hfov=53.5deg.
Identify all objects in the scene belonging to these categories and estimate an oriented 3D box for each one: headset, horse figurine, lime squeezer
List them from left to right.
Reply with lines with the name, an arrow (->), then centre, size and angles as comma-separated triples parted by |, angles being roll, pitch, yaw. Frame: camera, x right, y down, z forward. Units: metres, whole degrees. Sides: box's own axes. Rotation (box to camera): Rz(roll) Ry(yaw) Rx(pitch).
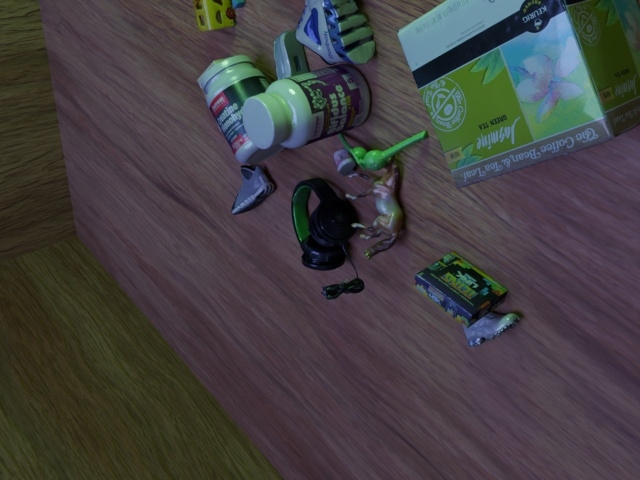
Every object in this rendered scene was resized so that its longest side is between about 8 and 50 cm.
headset -> 0.000, 0.000, 1.819 | 0.394, 0.185, 0.243 | 56, 147, 32
lime squeezer -> 0.120, -0.230, 1.589 | 0.310, 0.058, 0.110 | 13, 85, 50
horse figurine -> 0.152, -0.085, 1.658 | 0.174, 0.066, 0.264 | -5, 99, 38

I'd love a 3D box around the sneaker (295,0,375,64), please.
sneaker -> -0.001, -0.559, 1.524 | 0.182, 0.127, 0.316 | -2, 111, 51

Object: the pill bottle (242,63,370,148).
pill bottle -> -0.035, -0.323, 1.560 | 0.169, 0.301, 0.169 | 31, 133, 39

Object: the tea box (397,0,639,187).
tea box -> 0.365, -0.304, 1.118 | 0.329, 0.220, 0.324 | -18, 97, 55

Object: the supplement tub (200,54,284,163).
supplement tub -> -0.214, -0.379, 1.861 | 0.272, 0.191, 0.191 | 61, 145, 5

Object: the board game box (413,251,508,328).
board game box -> 0.328, 0.112, 1.495 | 0.170, 0.141, 0.048 | 38, 138, 32

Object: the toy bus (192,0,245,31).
toy bus -> -0.331, -0.718, 1.879 | 0.202, 0.104, 0.191 | 53, 144, 16

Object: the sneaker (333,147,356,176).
sneaker -> 0.061, -0.217, 1.687 | 0.134, 0.050, 0.070 | 60, -170, -84

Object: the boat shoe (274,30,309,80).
boat shoe -> -0.080, -0.455, 1.746 | 0.081, 0.079, 0.228 | 12, 114, 57

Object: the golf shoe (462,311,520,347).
golf shoe -> 0.398, 0.196, 1.523 | 0.176, 0.069, 0.086 | -43, 70, 53

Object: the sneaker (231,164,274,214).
sneaker -> -0.243, -0.182, 2.130 | 0.228, 0.086, 0.132 | -31, 80, 45

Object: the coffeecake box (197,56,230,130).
coffeecake box -> -0.304, -0.465, 2.034 | 0.142, 0.068, 0.186 | -23, 93, 55
